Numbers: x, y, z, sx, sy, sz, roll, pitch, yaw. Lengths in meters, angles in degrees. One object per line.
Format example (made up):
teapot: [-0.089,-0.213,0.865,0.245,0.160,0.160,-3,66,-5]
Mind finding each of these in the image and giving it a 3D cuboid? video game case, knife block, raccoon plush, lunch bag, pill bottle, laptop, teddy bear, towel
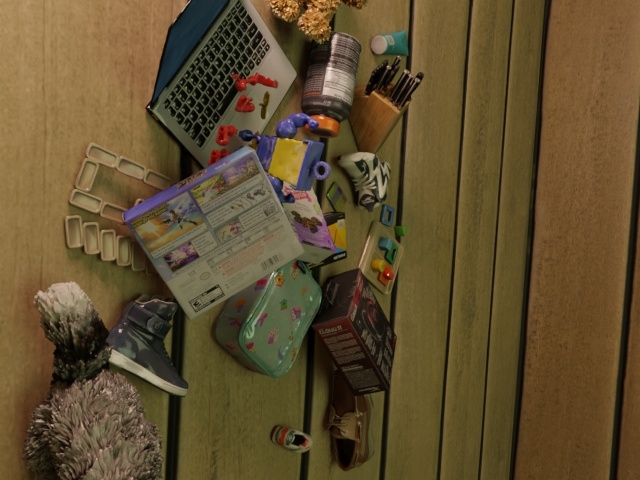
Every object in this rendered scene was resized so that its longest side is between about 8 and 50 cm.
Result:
video game case: [-0.200,-0.014,1.116,0.270,0.061,0.244,-31,119,-10]
knife block: [0.195,-0.360,1.585,0.088,0.242,0.275,-48,129,-37]
raccoon plush: [-0.352,0.319,0.883,0.216,0.299,0.446,-30,120,-25]
lunch bag: [-0.108,0.172,1.369,0.224,0.108,0.279,55,53,-40]
pill bottle: [0.022,-0.388,1.453,0.130,0.130,0.245,18,81,-51]
laptop: [-0.148,-0.368,1.152,0.408,0.236,0.382,51,56,-42]
teddy bear: [0.000,-0.629,1.369,0.245,0.113,0.338,42,66,-2]
towel: [0.046,-0.119,1.612,0.083,0.009,0.060,55,54,-39]

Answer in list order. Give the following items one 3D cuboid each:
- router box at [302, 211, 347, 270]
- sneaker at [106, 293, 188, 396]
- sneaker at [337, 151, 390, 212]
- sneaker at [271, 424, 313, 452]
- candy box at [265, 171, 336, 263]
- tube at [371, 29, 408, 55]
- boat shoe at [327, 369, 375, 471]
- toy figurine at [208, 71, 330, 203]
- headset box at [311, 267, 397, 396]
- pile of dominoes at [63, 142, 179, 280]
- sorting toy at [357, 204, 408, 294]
router box: [0.000,0.000,1.537,0.179,0.046,0.133,-17,107,-50]
sneaker: [-0.311,0.203,1.131,0.226,0.086,0.163,49,60,-42]
sneaker: [0.128,-0.161,1.642,0.235,0.094,0.153,11,77,-62]
sneaker: [-0.056,0.530,1.504,0.161,0.075,0.057,42,62,-46]
candy box: [-0.063,-0.054,1.356,0.165,0.070,0.196,15,49,-51]
tube: [0.225,-0.604,1.758,0.207,0.052,0.080,-29,122,-52]
boat shoe: [0.080,0.521,1.645,0.116,0.123,0.324,-27,113,-44]
toy figurine: [-0.093,-0.144,1.187,0.191,0.217,0.362,-19,127,-73]
headset box: [0.093,0.235,1.551,0.293,0.110,0.218,61,26,-24]
pile of dominoes: [-0.363,-0.046,1.093,0.251,0.040,0.195,26,78,-42]
sorting toy: [0.202,0.060,1.801,0.196,0.047,0.347,39,65,-47]
